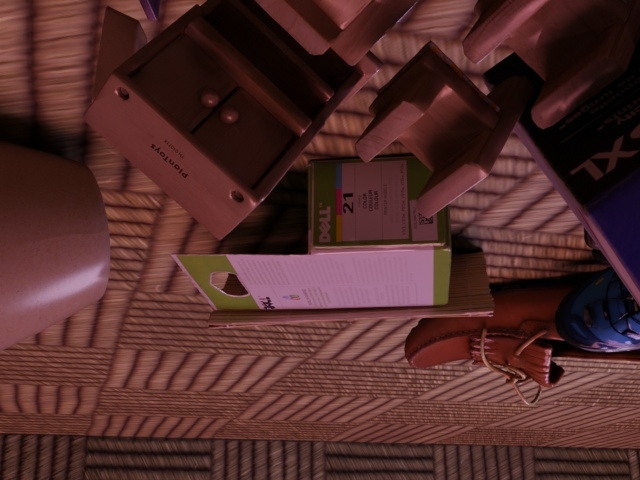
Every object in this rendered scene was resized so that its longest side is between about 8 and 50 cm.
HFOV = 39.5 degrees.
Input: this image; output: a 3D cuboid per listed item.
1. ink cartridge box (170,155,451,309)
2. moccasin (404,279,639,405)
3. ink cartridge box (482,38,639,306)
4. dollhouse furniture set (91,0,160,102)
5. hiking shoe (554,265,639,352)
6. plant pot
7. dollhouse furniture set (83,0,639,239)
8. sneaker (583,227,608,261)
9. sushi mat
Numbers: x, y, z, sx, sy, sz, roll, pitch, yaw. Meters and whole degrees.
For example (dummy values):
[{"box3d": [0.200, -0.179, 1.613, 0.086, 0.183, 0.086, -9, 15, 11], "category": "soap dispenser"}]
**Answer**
[{"box3d": [0.000, 0.000, 0.891, 0.255, 0.096, 0.189, -2, 160, 6], "category": "ink cartridge box"}, {"box3d": [0.299, 0.140, 1.201, 0.380, 0.146, 0.139, -7, 159, 16], "category": "moccasin"}, {"box3d": [0.177, -0.067, 0.371, 0.176, 0.371, 0.069, -34, 107, 13], "category": "ink cartridge box"}, {"box3d": [-0.146, -0.132, 0.509, 0.081, 0.114, 0.091, 2, 162, 5], "category": "dollhouse furniture set"}, {"box3d": [0.397, 0.049, 1.010, 0.304, 0.113, 0.132, -23, 158, 32], "category": "hiking shoe"}, {"box3d": [-0.325, 0.007, 0.734, 0.274, 0.256, 0.256, -8, 165, -30], "category": "plant pot"}, {"box3d": [0.009, -0.132, 0.435, 0.212, 0.161, 0.242, 43, 137, -8], "category": "dollhouse furniture set"}, {"box3d": [0.340, -0.025, 0.849, 0.130, 0.087, 0.227, 2, 166, -25], "category": "sneaker"}, {"box3d": [0.035, 0.056, 1.023, 0.317, 0.019, 0.151, -3, -156, 5], "category": "sushi mat"}]
